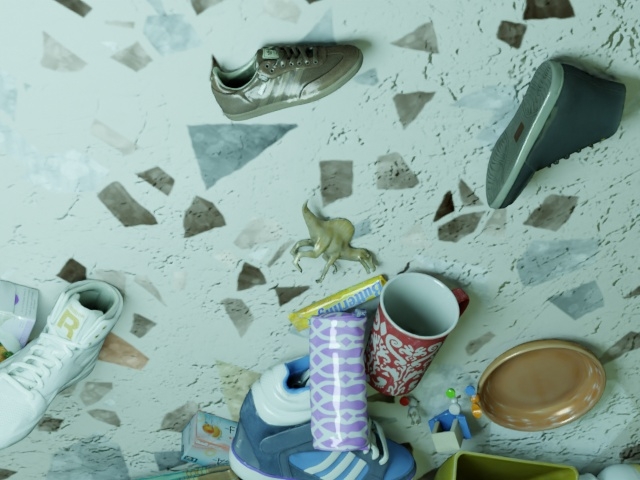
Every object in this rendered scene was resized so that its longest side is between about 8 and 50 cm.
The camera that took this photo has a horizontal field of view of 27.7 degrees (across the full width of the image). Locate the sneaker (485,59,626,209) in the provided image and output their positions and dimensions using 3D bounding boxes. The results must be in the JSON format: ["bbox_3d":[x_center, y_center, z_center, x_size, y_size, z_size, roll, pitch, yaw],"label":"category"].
[{"bbox_3d":[0.299,-0.118,1.657,0.118,0.083,0.222,12,129,-16],"label":"sneaker"}]

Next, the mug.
[{"bbox_3d":[0.138,0.141,1.855,0.150,0.113,0.169,2,141,-14],"label":"mug"}]

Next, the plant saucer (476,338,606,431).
[{"bbox_3d":[0.338,0.218,1.996,0.199,0.037,0.200,-3,133,-3],"label":"plant saucer"}]

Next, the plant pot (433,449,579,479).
[{"bbox_3d":[0.270,0.460,2.084,0.212,0.212,0.187,10,166,-15],"label":"plant pot"}]

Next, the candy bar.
[{"bbox_3d":[0.030,0.089,1.864,0.161,0.018,0.040,-24,130,17],"label":"candy bar"}]

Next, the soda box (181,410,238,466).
[{"bbox_3d":[-0.126,0.331,2.041,0.183,0.058,0.063,22,127,-22],"label":"soda box"}]

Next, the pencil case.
[{"bbox_3d":[0.028,0.197,1.831,0.086,0.206,0.088,1,180,38],"label":"pencil case"}]

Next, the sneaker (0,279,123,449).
[{"bbox_3d":[-0.371,0.150,1.728,0.108,0.292,0.169,34,122,5],"label":"sneaker"}]

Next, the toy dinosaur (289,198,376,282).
[{"bbox_3d":[0.000,0.000,1.771,0.092,0.053,0.183,-41,132,9],"label":"toy dinosaur"}]

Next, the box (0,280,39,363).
[{"bbox_3d":[-0.482,0.192,1.878,0.063,0.067,0.324,16,130,-18],"label":"box"}]

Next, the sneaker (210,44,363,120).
[{"bbox_3d":[-0.043,-0.203,1.561,0.188,0.066,0.071,-21,130,12],"label":"sneaker"}]

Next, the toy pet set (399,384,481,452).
[{"bbox_3d":[0.199,0.265,2.015,0.122,0.065,0.114,-11,113,21],"label":"toy pet set"}]

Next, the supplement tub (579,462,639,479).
[{"bbox_3d":[0.576,0.483,2.121,0.331,0.241,0.241,0,132,-6],"label":"supplement tub"}]

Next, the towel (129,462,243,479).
[{"bbox_3d":[-0.247,0.494,2.096,0.370,0.040,0.271,-15,113,22],"label":"towel"}]

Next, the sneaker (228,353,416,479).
[{"bbox_3d":[0.036,0.272,1.957,0.322,0.130,0.236,10,124,-22],"label":"sneaker"}]
